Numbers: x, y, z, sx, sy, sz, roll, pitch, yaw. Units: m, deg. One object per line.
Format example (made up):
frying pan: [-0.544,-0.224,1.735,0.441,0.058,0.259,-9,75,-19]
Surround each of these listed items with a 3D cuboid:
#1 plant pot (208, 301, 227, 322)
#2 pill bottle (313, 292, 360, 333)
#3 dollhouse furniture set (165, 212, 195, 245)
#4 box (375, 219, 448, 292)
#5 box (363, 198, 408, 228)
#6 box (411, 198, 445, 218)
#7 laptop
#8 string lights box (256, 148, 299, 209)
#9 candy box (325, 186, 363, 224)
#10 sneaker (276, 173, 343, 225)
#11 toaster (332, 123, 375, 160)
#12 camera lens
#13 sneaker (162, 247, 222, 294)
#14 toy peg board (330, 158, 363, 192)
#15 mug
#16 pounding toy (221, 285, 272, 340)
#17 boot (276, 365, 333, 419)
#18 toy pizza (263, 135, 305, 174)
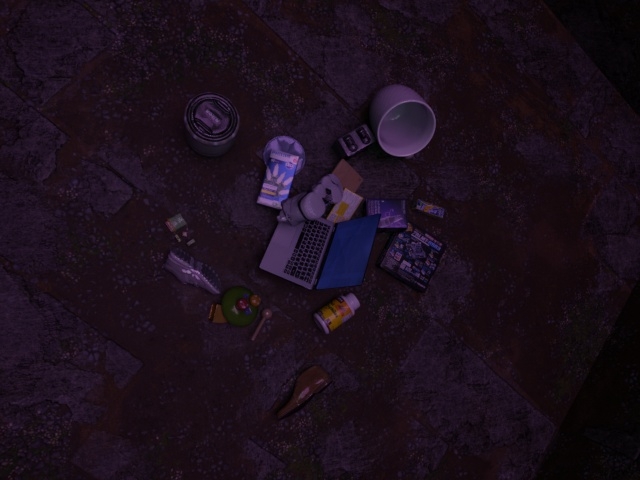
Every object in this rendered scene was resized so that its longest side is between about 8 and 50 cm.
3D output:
plant pot: [-0.438,0.323,1.792,0.083,0.081,0.081,16,82,-27]
pill bottle: [0.080,0.342,1.933,0.215,0.117,0.117,-33,97,-17]
dollhouse furniture set: [-0.608,-0.044,1.769,0.076,0.058,0.152,-34,97,-17]
box: [0.475,0.076,2.099,0.295,0.073,0.293,31,78,-13]
box: [0.321,-0.123,2.009,0.207,0.108,0.153,-1,78,-1]
box: [0.571,-0.165,2.150,0.169,0.059,0.054,18,80,-16]
laptop: [0.000,0.000,1.779,0.408,0.236,0.382,24,57,-6]
string lights box: [-0.196,-0.276,1.871,0.133,0.077,0.260,15,88,-5]
candy box: [0.110,-0.147,1.980,0.105,0.027,0.206,28,103,-16]
sneaker: [-0.048,-0.182,1.815,0.137,0.210,0.366,64,36,-16]
toaster: [0.161,-0.472,1.987,0.168,0.185,0.110,-31,94,-9]
camera lens: [-0.467,-0.484,1.727,0.219,0.274,0.219,1,86,-18]
sneaker: [-0.556,0.151,1.772,0.281,0.105,0.115,41,110,-15]
toy peg board: [0.100,-0.292,2.011,0.160,0.079,0.161,40,77,-28]
mug: [0.388,-0.572,1.993,0.276,0.328,0.374,-21,130,8]
pounding toy: [-0.310,0.297,1.779,0.237,0.110,0.183,47,45,-16]
boot: [-0.094,0.708,1.884,0.305,0.112,0.115,-37,68,-12]
toy pizza: [-0.173,-0.400,1.942,0.201,0.032,0.201,1,86,-14]
